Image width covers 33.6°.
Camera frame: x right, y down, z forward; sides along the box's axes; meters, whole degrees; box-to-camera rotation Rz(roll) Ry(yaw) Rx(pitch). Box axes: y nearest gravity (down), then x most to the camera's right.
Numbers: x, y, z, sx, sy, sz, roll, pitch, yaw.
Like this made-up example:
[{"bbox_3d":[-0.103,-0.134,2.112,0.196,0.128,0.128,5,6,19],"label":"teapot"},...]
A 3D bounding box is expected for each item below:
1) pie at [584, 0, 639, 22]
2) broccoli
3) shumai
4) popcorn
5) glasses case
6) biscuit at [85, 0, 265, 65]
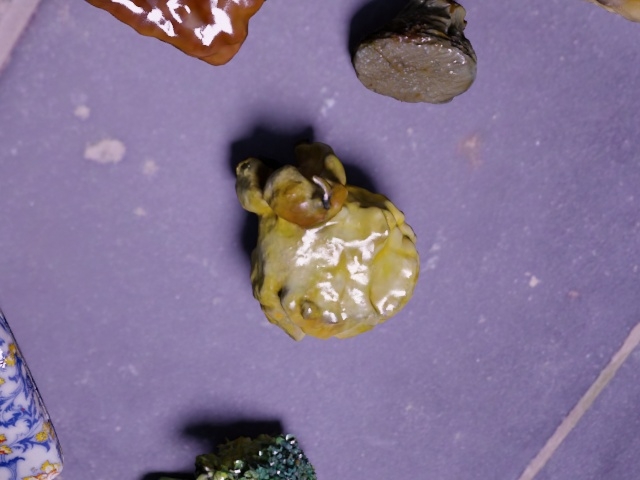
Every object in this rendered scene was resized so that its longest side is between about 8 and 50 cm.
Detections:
[{"bbox_3d":[0.336,-0.349,0.959,0.339,0.077,0.339,6,124,8],"label":"pie"},{"bbox_3d":[-0.098,0.295,1.146,0.194,0.194,0.219,-16,141,-9],"label":"broccoli"},{"bbox_3d":[0.094,-0.191,1.007,0.124,0.087,0.099,5,153,22],"label":"shumai"},{"bbox_3d":[0.011,0.000,1.027,0.168,0.173,0.195,-9,113,2],"label":"popcorn"},{"bbox_3d":[-0.329,0.145,1.045,0.087,0.065,0.248,-19,119,-9],"label":"glasses case"},{"bbox_3d":[-0.157,-0.363,0.796,0.395,0.166,0.342,28,103,-28],"label":"biscuit"}]
